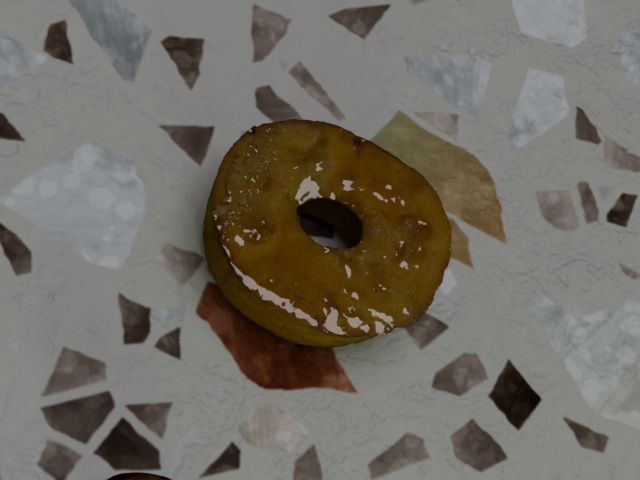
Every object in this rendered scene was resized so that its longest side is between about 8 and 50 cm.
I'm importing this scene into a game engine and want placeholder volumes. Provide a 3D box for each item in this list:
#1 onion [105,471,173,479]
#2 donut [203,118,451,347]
[{"bbox_3d":[-0.181,0.281,1.804,0.119,0.118,0.117,33,24,-5],"label":"onion"},{"bbox_3d":[-0.002,-0.002,2.018,0.278,0.108,0.277,10,61,-18],"label":"donut"}]
